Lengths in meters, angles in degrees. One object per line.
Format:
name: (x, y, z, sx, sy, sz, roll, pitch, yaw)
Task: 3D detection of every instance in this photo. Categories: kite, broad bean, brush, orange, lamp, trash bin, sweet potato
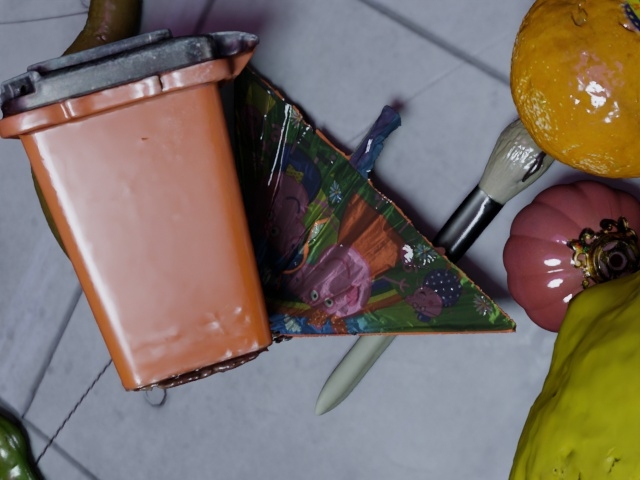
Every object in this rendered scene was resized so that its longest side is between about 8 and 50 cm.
kite: (0.000, 0.000, 0.727, 0.321, 0.016, 0.234, 46, 116, 22)
broad bean: (-0.273, 0.262, 0.882, 0.256, 0.052, 0.052, 63, 152, 6)
brush: (0.079, 0.030, 0.704, 0.042, 0.039, 0.299, 40, 111, 14)
orange: (0.183, -0.101, 0.592, 0.135, 0.135, 0.117, 38, 148, 15)
lamp: (0.175, 0.013, 0.627, 0.107, 0.092, 0.108, 0, 91, -11)
trash bin: (-0.109, -0.027, 0.693, 0.184, 0.161, 0.239, -19, 98, -7)
sweet potato: (-0.188, -0.068, 0.793, 0.108, 0.079, 0.346, -6, 92, 2)

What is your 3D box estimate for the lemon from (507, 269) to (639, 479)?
lemon: (0.281, 0.152, 0.467, 0.387, 0.350, 0.350, 44, 111, 18)
